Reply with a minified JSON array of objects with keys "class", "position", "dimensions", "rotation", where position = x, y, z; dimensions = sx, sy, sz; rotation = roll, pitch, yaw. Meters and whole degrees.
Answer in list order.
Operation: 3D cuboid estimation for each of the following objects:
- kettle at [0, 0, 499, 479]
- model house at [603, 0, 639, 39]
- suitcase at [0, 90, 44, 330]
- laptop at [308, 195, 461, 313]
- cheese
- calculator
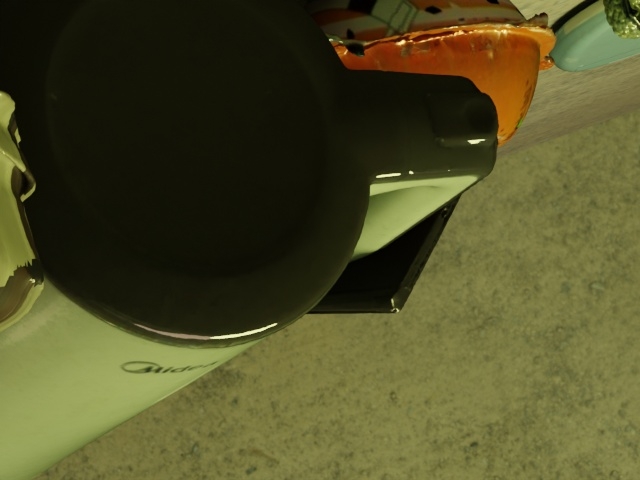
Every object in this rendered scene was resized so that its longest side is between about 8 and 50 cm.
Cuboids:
[{"class":"kettle","position":[-0.110,-0.005,0.972],"dimensions":[0.361,0.250,0.376],"rotation":[0,163,-32]},{"class":"model house","position":[0.293,-0.218,1.395],"dimensions":[0.079,0.066,0.083],"rotation":[-18,175,-40]},{"class":"suitcase","position":[-0.297,-0.010,0.556],"dimensions":[0.351,0.194,0.339],"rotation":[-23,169,5]},{"class":"laptop","position":[0.000,0.000,1.143],"dimensions":[0.197,0.016,0.135],"rotation":[-4,-138,38]},{"class":"cheese","position":[0.029,-0.117,1.108],"dimensions":[0.329,0.129,0.217],"rotation":[-3,169,-40]},{"class":"calculator","position":[0.324,-0.224,1.640],"dimensions":[0.188,0.042,0.303],"rotation":[-20,173,-4]}]
